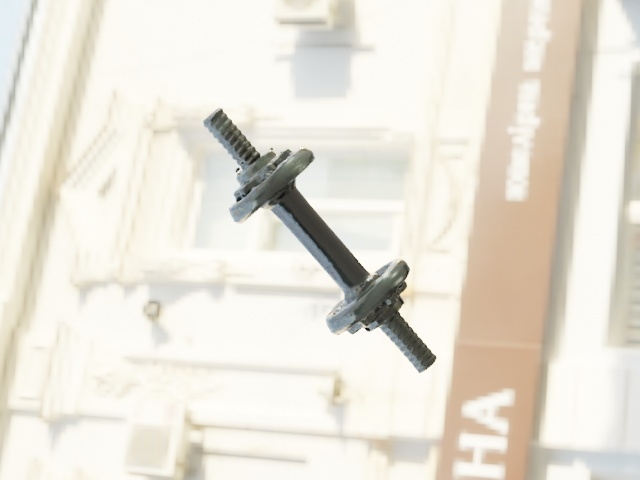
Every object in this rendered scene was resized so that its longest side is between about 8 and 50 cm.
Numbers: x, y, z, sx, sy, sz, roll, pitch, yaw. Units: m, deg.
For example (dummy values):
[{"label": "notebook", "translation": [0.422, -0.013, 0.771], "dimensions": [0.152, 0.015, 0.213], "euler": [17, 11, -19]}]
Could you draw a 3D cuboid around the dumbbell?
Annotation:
[{"label": "dumbbell", "translation": [0.000, 0.000, 1.201], "dimensions": [0.254, 0.081, 0.081], "euler": [49, -150, -3]}]
